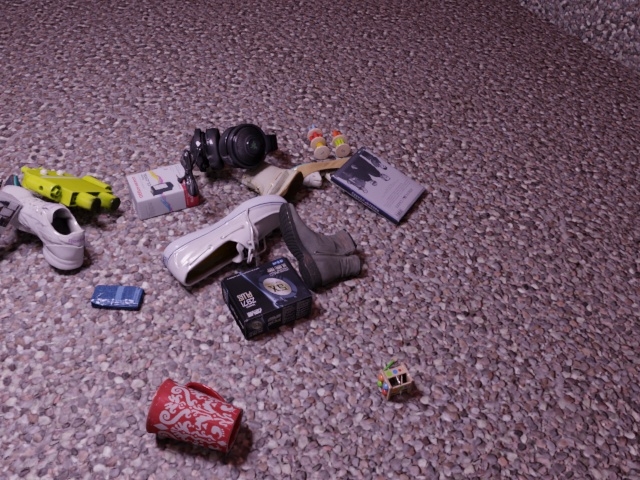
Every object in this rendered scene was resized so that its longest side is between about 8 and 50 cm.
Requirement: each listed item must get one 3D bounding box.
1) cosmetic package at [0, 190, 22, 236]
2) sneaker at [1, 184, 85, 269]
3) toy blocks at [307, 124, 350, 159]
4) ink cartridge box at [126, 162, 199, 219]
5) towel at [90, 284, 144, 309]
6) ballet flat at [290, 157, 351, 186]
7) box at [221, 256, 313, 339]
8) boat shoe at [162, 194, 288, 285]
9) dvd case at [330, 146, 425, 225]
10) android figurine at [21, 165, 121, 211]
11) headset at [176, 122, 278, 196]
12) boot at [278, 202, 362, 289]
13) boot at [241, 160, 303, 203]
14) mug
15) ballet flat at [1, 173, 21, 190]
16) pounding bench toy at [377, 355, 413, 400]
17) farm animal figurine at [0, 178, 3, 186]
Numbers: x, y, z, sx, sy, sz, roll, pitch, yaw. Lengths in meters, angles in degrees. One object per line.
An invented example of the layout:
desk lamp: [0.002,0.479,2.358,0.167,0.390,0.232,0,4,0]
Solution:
cosmetic package: [-0.851,-0.018,1.505,0.060,0.099,0.239,32,89,27]
sneaker: [-0.709,-0.065,1.580,0.305,0.152,0.114,39,36,14]
toy blocks: [0.023,-0.332,1.996,0.123,0.054,0.148,-8,45,-10]
ink cartridge box: [-0.455,-0.144,1.762,0.175,0.072,0.127,-17,49,-21]
towel: [-0.501,0.137,1.506,0.120,0.029,0.067,3,44,-1]
ballet flat: [0.011,-0.201,1.849,0.233,0.080,0.073,-15,59,-17]
box: [-0.132,0.138,1.494,0.180,0.077,0.147,-19,50,-21]
boat shoe: [-0.212,0.011,1.578,0.367,0.135,0.156,-27,52,-25]
dvd case: [0.173,-0.166,1.817,0.239,0.029,0.179,36,52,10]
android figurine: [-0.699,-0.147,1.688,0.273,0.056,0.248,23,12,17]
headset: [-0.278,-0.242,1.783,0.244,0.185,0.394,-1,11,24]
boot: [0.000,0.000,1.600,0.161,0.083,0.246,-21,82,-24]
boot: [-0.170,-0.139,1.772,0.165,0.077,0.213,22,63,30]
mug: [-0.247,0.349,1.254,0.170,0.113,0.150,16,48,8]
ballet flat: [-0.862,-0.112,1.709,0.074,0.074,0.203,-22,53,-23]
pounding bench toy: [0.157,0.303,1.363,0.065,0.052,0.083,-14,47,-16]
farm animal figurine: [-1.029,-0.150,1.620,0.327,0.172,0.330,12,64,-27]
